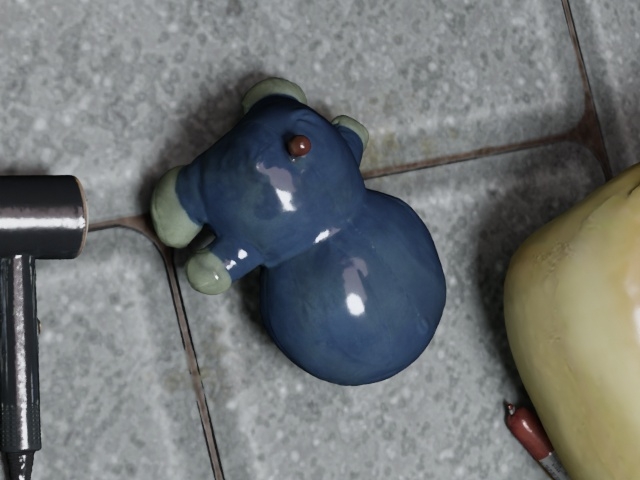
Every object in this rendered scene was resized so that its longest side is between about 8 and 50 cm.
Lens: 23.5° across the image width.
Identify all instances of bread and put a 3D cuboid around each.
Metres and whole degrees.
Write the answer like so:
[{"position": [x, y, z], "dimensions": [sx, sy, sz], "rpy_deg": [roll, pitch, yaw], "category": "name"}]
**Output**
[{"position": [0.361, 0.114, 1.410], "dimensions": [0.348, 0.253, 0.376], "rpy_deg": [-26, 80, -16], "category": "bread"}]

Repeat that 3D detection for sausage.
[{"position": [0.247, 0.237, 1.466], "dimensions": [0.223, 0.029, 0.029], "rpy_deg": [49, 62, -13], "category": "sausage"}]

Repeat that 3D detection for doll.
[{"position": [0.000, 0.000, 1.316], "dimensions": [0.228, 0.154, 0.258], "rpy_deg": [-46, 110, -31], "category": "doll"}]

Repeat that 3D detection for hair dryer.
[{"position": [-0.252, 0.073, 1.202], "dimensions": [0.128, 0.070, 0.255], "rpy_deg": [1, 85, -29], "category": "hair dryer"}]
